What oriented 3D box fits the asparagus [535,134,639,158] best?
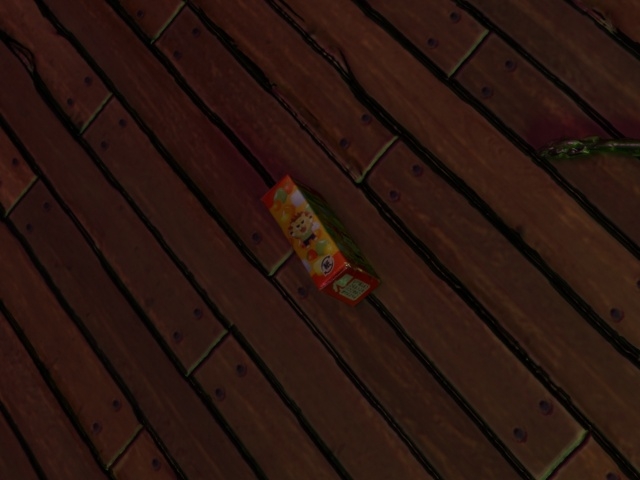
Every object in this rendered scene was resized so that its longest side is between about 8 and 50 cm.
[{"bbox_3d":[0.278,-0.074,1.156,0.232,0.023,0.022,4,31,35],"label":"asparagus"}]

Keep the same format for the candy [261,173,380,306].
[{"bbox_3d":[0.000,0.000,1.290,0.038,0.062,0.122,-43,55,14],"label":"candy"}]
